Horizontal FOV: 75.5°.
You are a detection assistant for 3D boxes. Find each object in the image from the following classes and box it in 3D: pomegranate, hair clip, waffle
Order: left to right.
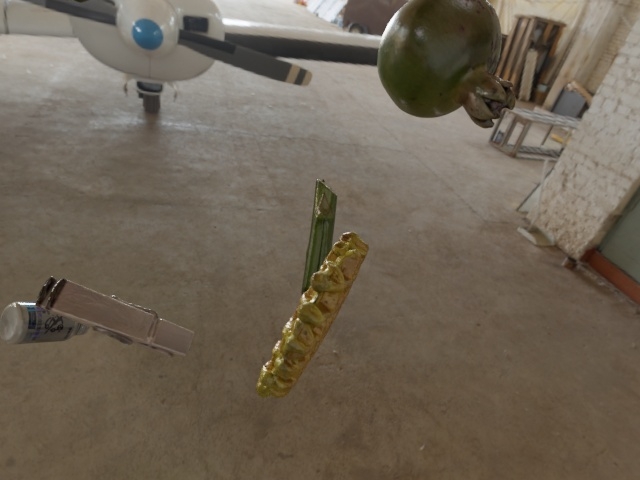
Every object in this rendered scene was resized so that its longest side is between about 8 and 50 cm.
[{"bbox_3d":[-0.442,0.177,0.923,0.330,0.101,0.085,35,51,-37],"label":"hair clip"},{"bbox_3d":[-0.009,0.127,0.677,0.065,0.310,0.283,30,57,5],"label":"waffle"},{"bbox_3d":[0.172,-0.247,0.594,0.179,0.179,0.211,6,63,-15],"label":"pomegranate"}]

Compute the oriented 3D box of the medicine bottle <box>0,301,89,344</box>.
[{"bbox_3d":[-0.727,0.218,1.106,0.107,0.107,0.191,35,9,28],"label":"medicine bottle"}]

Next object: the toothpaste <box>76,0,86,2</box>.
[{"bbox_3d":[-0.382,-0.456,0.734,0.204,0.049,0.031,-1,-11,22],"label":"toothpaste"}]

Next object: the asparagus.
[{"bbox_3d":[0.001,0.000,0.945,0.059,0.278,0.067,6,7,-22],"label":"asparagus"}]
